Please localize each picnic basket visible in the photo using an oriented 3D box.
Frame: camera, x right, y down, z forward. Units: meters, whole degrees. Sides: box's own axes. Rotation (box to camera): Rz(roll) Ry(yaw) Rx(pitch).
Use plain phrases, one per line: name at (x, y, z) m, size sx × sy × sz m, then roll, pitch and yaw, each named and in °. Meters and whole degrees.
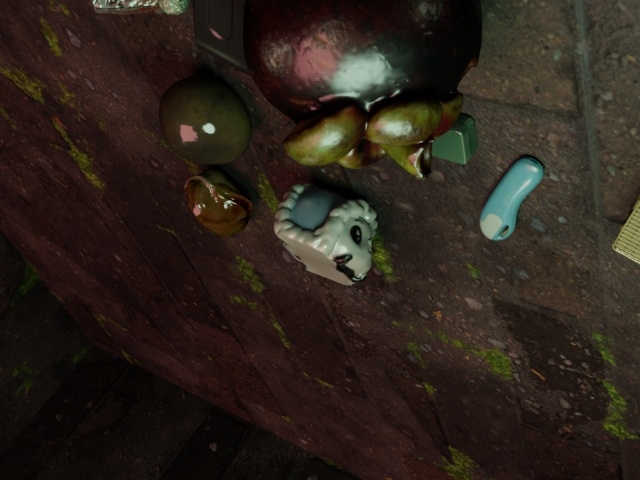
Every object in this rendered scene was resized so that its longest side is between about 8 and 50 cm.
picnic basket at (0.489, -0.026, 1.212) m, size 0.115 × 0.079 × 0.164 m, roll 30°, pitch 153°, yaw 15°

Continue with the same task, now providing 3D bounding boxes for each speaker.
speaker at (-0.131, -0.375, 1.302) m, size 0.180 × 0.184 × 0.388 m, roll 31°, pitch 154°, yaw 13°

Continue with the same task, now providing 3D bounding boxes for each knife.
knife at (0.311, -0.067, 1.426) m, size 0.064 × 0.031 × 0.222 m, roll 36°, pitch 151°, yaw 11°

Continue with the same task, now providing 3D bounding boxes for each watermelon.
watermelon at (-0.351, -0.457, 1.523) m, size 0.187 × 0.139 × 0.071 m, roll 49°, pitch -175°, yaw -23°

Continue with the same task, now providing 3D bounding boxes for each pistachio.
pistachio at (-0.228, -0.074, 1.973) m, size 0.165 × 0.130 × 0.210 m, roll 9°, pitch 154°, yaw 26°

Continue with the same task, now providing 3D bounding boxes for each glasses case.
glasses case at (0.160, -0.183, 1.412) m, size 0.184 × 0.039 × 0.077 m, roll 21°, pitch 150°, yaw 30°

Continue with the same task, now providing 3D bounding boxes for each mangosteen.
mangosteen at (0.058, -0.237, 1.119) m, size 0.307 × 0.307 × 0.346 m, roll -18°, pitch 83°, yaw 59°

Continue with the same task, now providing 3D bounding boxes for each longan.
longan at (-0.222, -0.229, 1.689) m, size 0.187 × 0.167 × 0.167 m, roll 23°, pitch 159°, yaw -20°

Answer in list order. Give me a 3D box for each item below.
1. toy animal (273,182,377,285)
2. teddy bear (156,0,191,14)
toy animal at (0.019, -0.019, 1.727) m, size 0.204 × 0.156 × 0.208 m, roll 17°, pitch 164°, yaw 29°
teddy bear at (-0.248, -0.460, 1.420) m, size 0.213 × 0.111 × 0.133 m, roll 45°, pitch 129°, yaw 37°
